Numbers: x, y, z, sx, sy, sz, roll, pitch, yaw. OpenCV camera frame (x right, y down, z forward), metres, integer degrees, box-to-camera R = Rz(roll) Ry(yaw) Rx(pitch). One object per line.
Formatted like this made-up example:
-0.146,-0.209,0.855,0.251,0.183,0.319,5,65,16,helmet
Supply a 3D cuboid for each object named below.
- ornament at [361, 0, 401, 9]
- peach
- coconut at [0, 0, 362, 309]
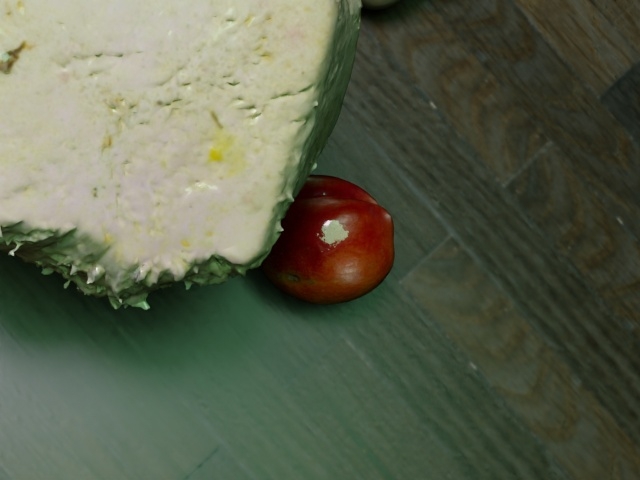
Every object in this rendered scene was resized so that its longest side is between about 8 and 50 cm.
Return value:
-0.010,-0.268,0.772,0.230,0.061,0.245,33,115,-22,ornament
-0.001,0.001,0.736,0.100,0.101,0.101,3,78,-12,peach
-0.143,-0.119,0.626,0.297,0.309,0.298,-8,112,-21,coconut
